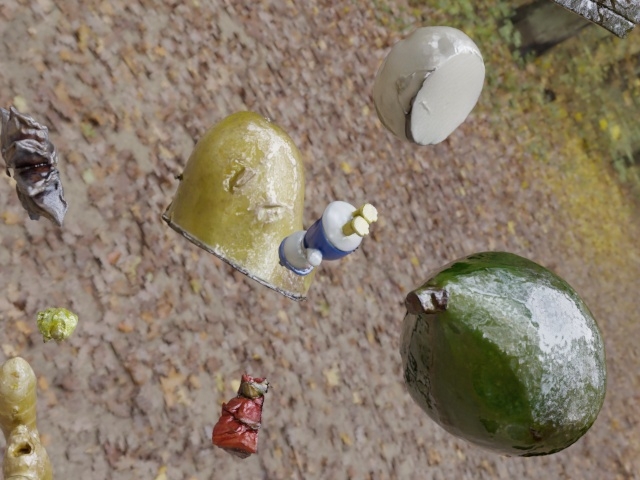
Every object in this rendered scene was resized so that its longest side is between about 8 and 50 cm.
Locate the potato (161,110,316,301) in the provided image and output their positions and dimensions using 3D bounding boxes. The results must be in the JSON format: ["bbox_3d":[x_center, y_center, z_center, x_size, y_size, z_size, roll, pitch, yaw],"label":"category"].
[{"bbox_3d":[-0.107,-0.077,1.725,0.397,0.296,0.290,29,4,-28],"label":"potato"}]

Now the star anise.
[{"bbox_3d":[-0.473,-0.128,1.376,0.209,0.089,0.231,99,-29,-45],"label":"star anise"}]

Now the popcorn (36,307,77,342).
[{"bbox_3d":[-0.457,0.145,1.460,0.083,0.068,0.059,-152,-127,-64],"label":"popcorn"}]

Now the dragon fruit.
[{"bbox_3d":[-0.146,0.383,1.833,0.122,0.092,0.192,55,38,-36],"label":"dragon fruit"}]

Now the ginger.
[{"bbox_3d":[-0.601,0.459,1.711,0.348,0.122,0.363,97,-28,-47],"label":"ginger"}]

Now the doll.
[{"bbox_3d":[0.000,0.000,0.887,0.057,0.143,0.098,48,45,-14],"label":"doll"}]

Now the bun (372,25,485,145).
[{"bbox_3d":[0.144,-0.227,1.194,0.120,0.173,0.173,42,11,32],"label":"bun"}]

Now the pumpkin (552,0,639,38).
[{"bbox_3d":[0.288,-0.358,1.023,0.248,0.131,0.126,27,7,17],"label":"pumpkin"}]

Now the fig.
[{"bbox_3d":[0.158,0.091,0.763,0.245,0.195,0.195,52,26,-48],"label":"fig"}]
